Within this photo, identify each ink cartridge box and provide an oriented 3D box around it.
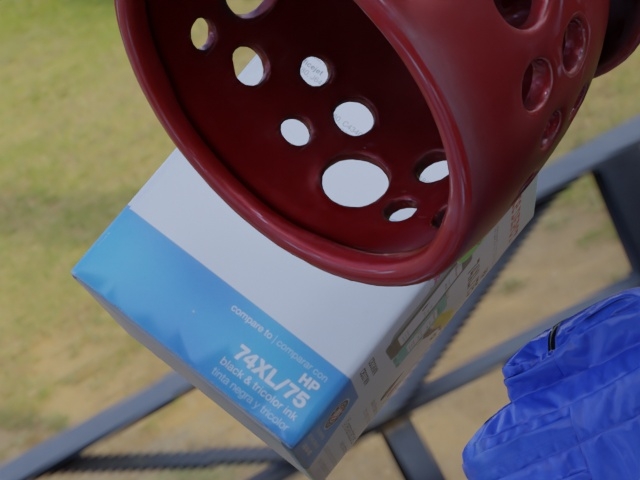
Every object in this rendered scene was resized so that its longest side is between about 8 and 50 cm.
[{"bbox_3d":[0.000,0.000,1.130,0.270,0.197,0.198,-51,-14,-9],"label":"ink cartridge box"}]

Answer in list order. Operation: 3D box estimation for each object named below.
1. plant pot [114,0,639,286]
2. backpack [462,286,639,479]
[{"bbox_3d":[0.034,-0.105,0.672,0.191,0.191,0.174,2,40,49],"label":"plant pot"},{"bbox_3d":[0.119,0.080,0.638,0.120,0.101,0.098,-37,-25,31],"label":"backpack"}]
